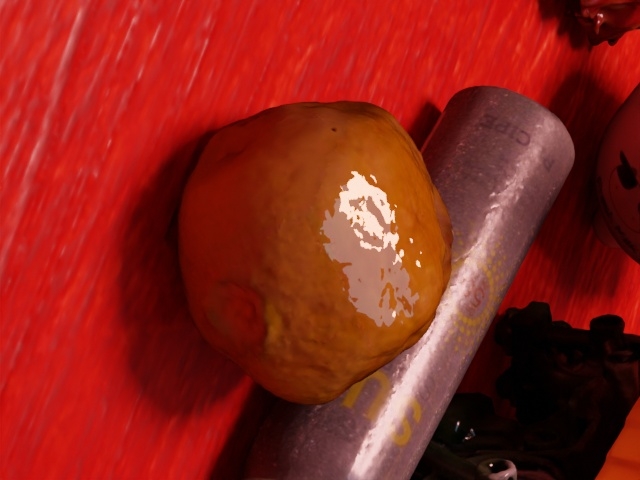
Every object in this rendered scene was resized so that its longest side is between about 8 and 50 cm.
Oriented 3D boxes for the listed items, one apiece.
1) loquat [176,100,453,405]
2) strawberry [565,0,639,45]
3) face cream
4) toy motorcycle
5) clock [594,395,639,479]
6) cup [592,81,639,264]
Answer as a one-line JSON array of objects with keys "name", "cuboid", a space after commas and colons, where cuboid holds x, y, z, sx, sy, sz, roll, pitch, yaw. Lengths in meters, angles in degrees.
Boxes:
[{"name": "loquat", "cuboid": [0.000, 0.000, 0.795, 0.137, 0.113, 0.137, 29, 50, -42]}, {"name": "strawberry", "cuboid": [0.232, -0.225, 1.017, 0.234, 0.178, 0.234, -18, 111, -60]}, {"name": "face cream", "cuboid": [0.036, 0.048, 0.880, 0.283, 0.073, 0.073, -59, 140, -28]}, {"name": "toy motorcycle", "cuboid": [0.117, 0.148, 0.986, 0.275, 0.127, 0.205, -37, 127, -54]}, {"name": "clock", "cuboid": [0.238, 0.073, 0.897, 0.220, 0.106, 0.255, 7, 93, -50]}, {"name": "cup", "cuboid": [0.243, -0.027, 1.065, 0.134, 0.173, 0.142, -47, 175, -24]}]
